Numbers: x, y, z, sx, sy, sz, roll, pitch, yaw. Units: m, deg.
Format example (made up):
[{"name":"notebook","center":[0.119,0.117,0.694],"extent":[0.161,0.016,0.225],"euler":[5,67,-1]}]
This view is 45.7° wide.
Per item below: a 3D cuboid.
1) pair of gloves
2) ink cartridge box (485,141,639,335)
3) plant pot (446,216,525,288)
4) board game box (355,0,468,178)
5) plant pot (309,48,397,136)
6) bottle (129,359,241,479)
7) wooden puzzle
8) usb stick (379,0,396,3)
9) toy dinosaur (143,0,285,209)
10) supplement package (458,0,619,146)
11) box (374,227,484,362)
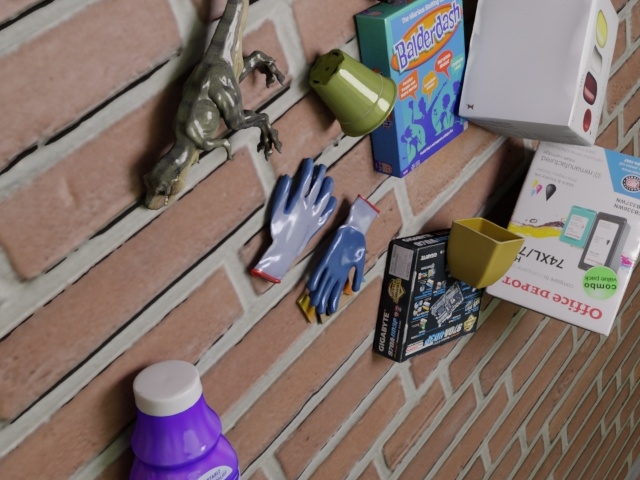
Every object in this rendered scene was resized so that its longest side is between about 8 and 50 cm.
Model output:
[{"name":"pair of gloves","center":[0.000,0.000,0.924],"extent":[0.198,0.023,0.159],"euler":[33,80,-46]},{"name":"ink cartridge box","center":[0.408,-0.005,1.233],"extent":[0.197,0.198,0.270],"euler":[17,93,-74]},{"name":"plant pot","center":[0.229,0.021,1.091],"extent":[0.081,0.081,0.083],"euler":[-6,120,-49]},{"name":"board game box","center":[0.123,-0.208,0.966],"extent":[0.160,0.047,0.210],"euler":[-38,132,-34]},{"name":"plant pot","center":[0.031,-0.173,0.857],"extent":[0.079,0.083,0.083],"euler":[36,78,-38]},{"name":"bottle","center":[-0.144,0.261,0.820],"extent":[0.118,0.092,0.283],"euler":[-28,126,-39]},{"name":"wooden puzzle","center":[0.019,0.067,0.991],"extent":[0.116,0.014,0.078],"euler":[-43,135,-30]},{"name":"usb stick","center":[0.132,-0.397,0.895],"extent":[0.278,0.045,0.077],"euler":[-57,139,-16]},{"name":"toy dinosaur","center":[-0.087,-0.147,0.737],"extent":[0.118,0.064,0.268],"euler":[16,90,-45]},{"name":"supplement package","center":[0.306,-0.244,1.047],"extent":[0.203,0.149,0.194],"euler":[0,100,-62]},{"name":"box","center":[0.177,0.074,1.153],"extent":[0.220,0.051,0.175],"euler":[-11,114,-47]}]
